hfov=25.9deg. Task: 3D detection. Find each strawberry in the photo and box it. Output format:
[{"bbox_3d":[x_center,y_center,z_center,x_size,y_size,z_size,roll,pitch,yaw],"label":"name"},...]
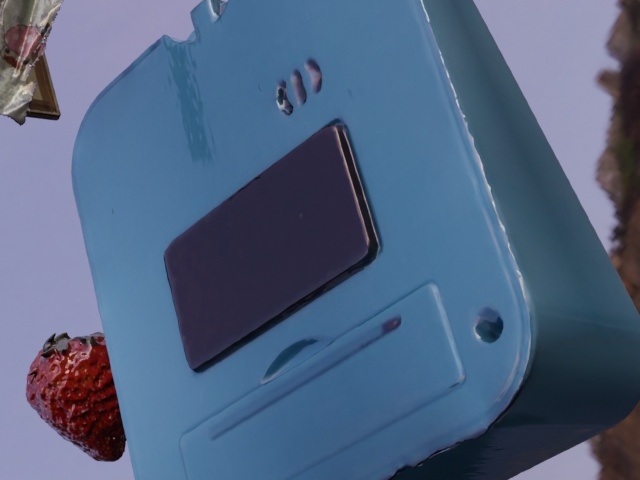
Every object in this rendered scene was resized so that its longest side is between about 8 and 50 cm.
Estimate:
[{"bbox_3d":[-0.275,0.178,1.588,0.131,0.131,0.148,2,-90,-57],"label":"strawberry"}]

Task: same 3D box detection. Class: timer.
[{"bbox_3d":[0.000,0.000,0.620,0.091,0.250,0.232,6,-31,-47],"label":"timer"}]

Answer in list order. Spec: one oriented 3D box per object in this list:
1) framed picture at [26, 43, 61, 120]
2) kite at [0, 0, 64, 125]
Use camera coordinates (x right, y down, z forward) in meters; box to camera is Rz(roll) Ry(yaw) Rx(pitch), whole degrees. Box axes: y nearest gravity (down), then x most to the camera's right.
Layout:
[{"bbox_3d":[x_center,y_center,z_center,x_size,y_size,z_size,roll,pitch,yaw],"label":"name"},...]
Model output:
[{"bbox_3d":[-0.300,-0.185,1.064,0.173,0.231,0.010,5,-42,-32],"label":"framed picture"},{"bbox_3d":[-0.112,-0.215,0.716,0.014,0.406,0.368,-37,36,56],"label":"kite"}]
